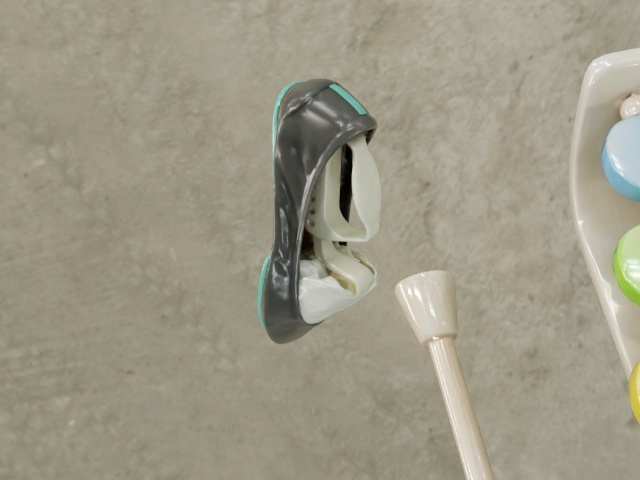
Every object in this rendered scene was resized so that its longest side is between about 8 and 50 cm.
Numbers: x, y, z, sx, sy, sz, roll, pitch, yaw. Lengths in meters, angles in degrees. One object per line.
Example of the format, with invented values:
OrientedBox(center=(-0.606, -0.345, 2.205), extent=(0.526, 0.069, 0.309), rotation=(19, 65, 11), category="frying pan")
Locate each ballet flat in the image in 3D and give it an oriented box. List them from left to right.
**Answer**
OrientedBox(center=(0.000, 0.000, 0.684), extent=(0.096, 0.095, 0.281), rotation=(27, 133, 27), category="ballet flat")

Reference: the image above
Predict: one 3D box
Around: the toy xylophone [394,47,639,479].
OrientedBox(center=(0.167, 0.068, 0.301), extent=(0.236, 0.081, 0.323), rotation=(-16, 61, -6), category="toy xylophone")
